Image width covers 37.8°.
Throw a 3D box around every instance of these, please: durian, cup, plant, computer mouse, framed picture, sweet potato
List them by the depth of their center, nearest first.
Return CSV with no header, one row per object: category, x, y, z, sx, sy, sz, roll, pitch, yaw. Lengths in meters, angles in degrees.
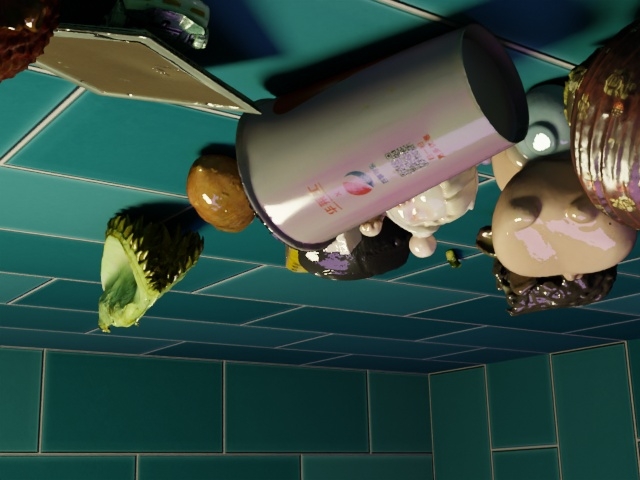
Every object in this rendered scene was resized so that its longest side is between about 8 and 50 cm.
framed picture,-0.202,-0.175,0.937,0.216,0.016,0.273,9,177,17
cup,0.073,-0.120,1.043,0.288,0.203,0.203,-21,156,36
sweet potato,-0.139,-0.055,1.407,0.097,0.097,0.292,-2,166,1
computer mouse,0.068,0.003,1.517,0.217,0.122,0.073,-13,-151,-30
plant,0.388,0.033,1.623,0.234,0.178,0.204,1,167,-31
durian,-0.308,0.067,1.644,0.163,0.198,0.394,5,166,-27

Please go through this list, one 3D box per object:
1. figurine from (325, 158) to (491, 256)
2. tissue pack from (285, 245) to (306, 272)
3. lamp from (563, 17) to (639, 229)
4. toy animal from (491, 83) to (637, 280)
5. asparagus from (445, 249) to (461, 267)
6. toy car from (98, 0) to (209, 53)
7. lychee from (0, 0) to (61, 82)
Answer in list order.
figurine,0.111,-0.064,1.285,0.257,0.182,0.144,-9,179,20
tissue pack,0.000,0.000,1.641,0.120,0.082,0.169,-2,165,-6
lamp,0.363,-0.125,0.966,0.247,0.247,0.247,-1,165,0
toy animal,0.317,-0.061,1.174,0.210,0.221,0.229,-6,164,28
asparagus,0.276,0.041,1.935,0.021,0.025,0.108,-15,162,12
toy car,-0.164,-0.208,0.889,0.093,0.058,0.186,9,178,-21
lychee,-0.281,-0.198,0.690,0.194,0.194,0.194,-1,165,0
